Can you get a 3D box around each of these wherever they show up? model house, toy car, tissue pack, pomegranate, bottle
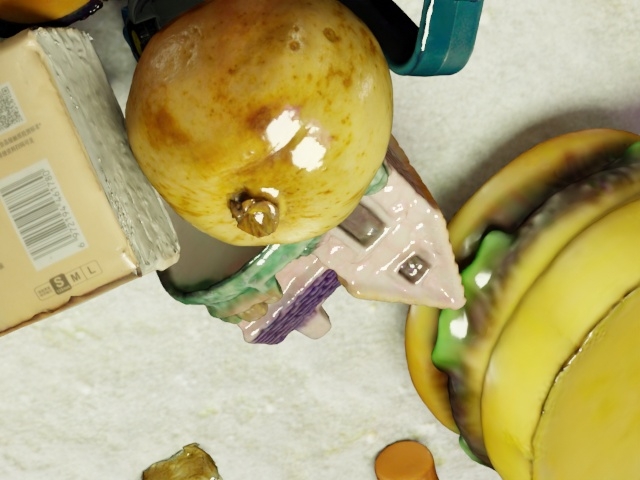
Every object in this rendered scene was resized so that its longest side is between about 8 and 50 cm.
[{"bbox_3d":[0.000,0.000,1.673,0.237,0.202,0.237,-47,129,7],"label":"model house"},{"bbox_3d":[-0.116,-0.160,1.572,0.097,0.100,0.191,-22,128,-14],"label":"toy car"},{"bbox_3d":[-0.290,-0.022,1.483,0.305,0.238,0.238,-24,131,12],"label":"tissue pack"},{"bbox_3d":[-0.050,-0.095,1.437,0.215,0.215,0.215,-14,126,-20],"label":"pomegranate"},{"bbox_3d":[0.108,0.308,2.025,0.069,0.069,0.187,-24,132,-13],"label":"bottle"}]

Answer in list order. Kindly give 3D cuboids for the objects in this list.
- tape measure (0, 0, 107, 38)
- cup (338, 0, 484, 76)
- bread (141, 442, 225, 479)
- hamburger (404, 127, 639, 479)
[{"bbox_3d":[-0.246,-0.268,1.415,0.202,0.135,0.223,-35,133,-17],"label":"tape measure"},{"bbox_3d":[0.063,-0.321,1.438,0.242,0.292,0.308,27,104,-38],"label":"cup"},{"bbox_3d":[-0.135,0.265,1.863,0.083,0.070,0.077,-26,128,-8],"label":"bread"},{"bbox_3d":[0.274,0.075,1.815,0.395,0.277,0.396,-19,130,-25],"label":"hamburger"}]
